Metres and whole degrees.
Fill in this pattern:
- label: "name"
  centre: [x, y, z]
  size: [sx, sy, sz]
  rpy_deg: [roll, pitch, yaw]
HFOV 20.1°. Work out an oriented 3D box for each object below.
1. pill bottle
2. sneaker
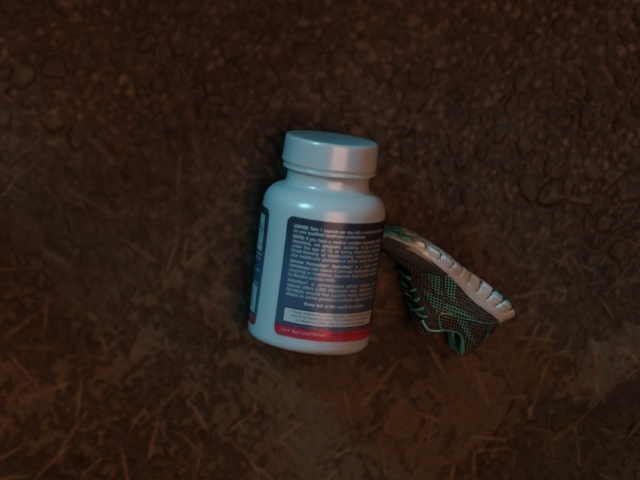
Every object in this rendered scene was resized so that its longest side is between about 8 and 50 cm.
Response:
- label: "pill bottle"
  centre: [0.000, 0.000, 1.564]
  size: [0.108, 0.108, 0.180]
  rpy_deg: [2, 102, -25]
- label: "sneaker"
  centre: [0.103, 0.049, 1.651]
  size: [0.166, 0.065, 0.076]
  rpy_deg: [37, 90, -25]
